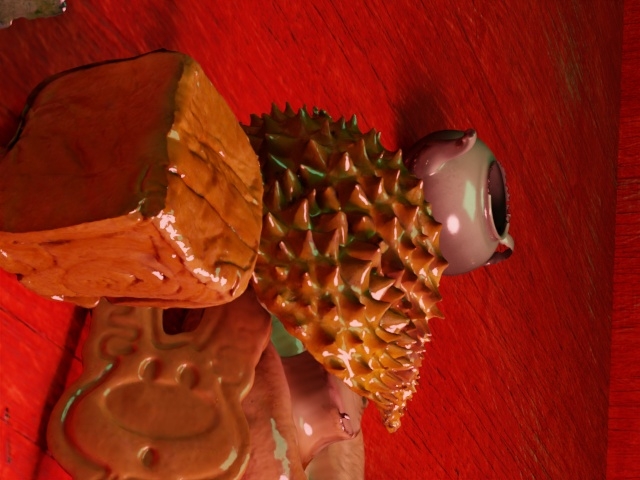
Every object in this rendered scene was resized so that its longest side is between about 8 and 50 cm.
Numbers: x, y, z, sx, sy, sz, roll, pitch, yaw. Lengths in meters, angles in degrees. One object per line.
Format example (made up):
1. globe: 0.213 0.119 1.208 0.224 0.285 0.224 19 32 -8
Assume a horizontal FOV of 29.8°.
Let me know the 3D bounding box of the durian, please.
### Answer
1. durian: 0.002 -0.009 0.944 0.186 0.260 0.154 -52 163 -9

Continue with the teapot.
1. teapot: 0.181 -0.050 1.582 0.294 0.129 0.193 55 39 -50

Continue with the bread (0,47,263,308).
1. bread: -0.132 -0.032 0.827 0.149 0.158 0.143 50 41 -46

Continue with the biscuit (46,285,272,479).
1. biscuit: -0.118 0.125 0.865 0.040 0.144 0.236 99 0 -58

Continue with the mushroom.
1. mushroom: -0.035 0.149 1.032 0.278 0.146 0.278 -22 90 -77

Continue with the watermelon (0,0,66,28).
1. watermelon: -0.139 -0.219 0.812 0.148 0.226 0.318 49 62 -9
